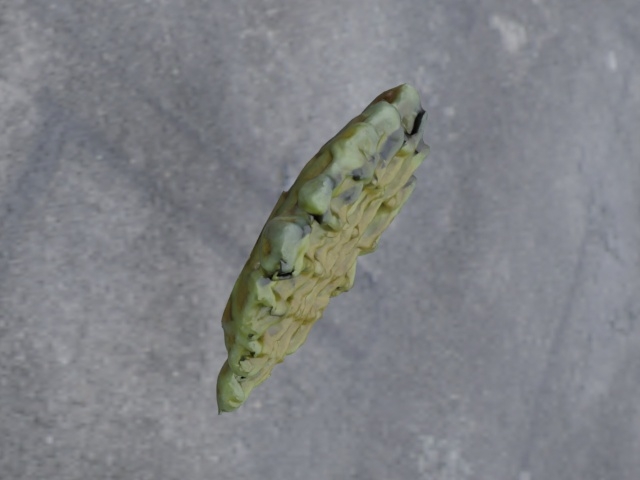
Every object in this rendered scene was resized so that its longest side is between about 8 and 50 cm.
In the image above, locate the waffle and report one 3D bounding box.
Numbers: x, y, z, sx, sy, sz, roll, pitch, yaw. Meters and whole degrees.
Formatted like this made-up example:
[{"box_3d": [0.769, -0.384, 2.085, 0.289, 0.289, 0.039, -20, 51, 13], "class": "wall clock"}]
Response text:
[{"box_3d": [-0.002, -0.002, 1.001, 0.054, 0.223, 0.204, 35, 49, 12], "class": "waffle"}]
